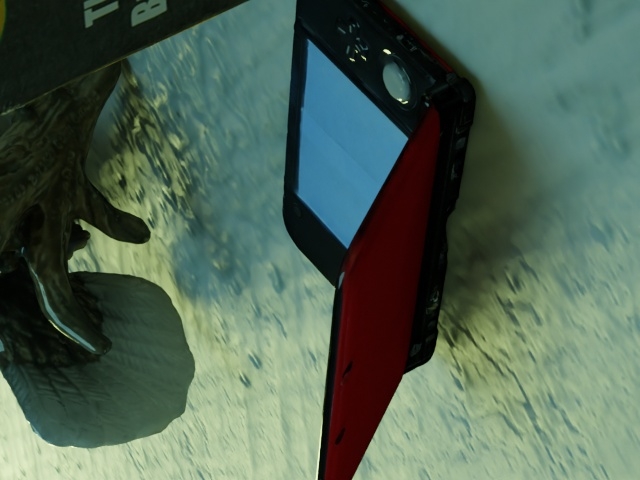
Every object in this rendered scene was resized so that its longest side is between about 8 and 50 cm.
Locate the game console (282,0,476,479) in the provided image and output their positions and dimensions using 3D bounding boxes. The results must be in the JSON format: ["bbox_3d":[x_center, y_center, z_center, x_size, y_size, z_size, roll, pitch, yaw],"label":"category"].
[{"bbox_3d":[0.000,0.000,0.672,0.124,0.085,0.144,47,150,30],"label":"game console"}]

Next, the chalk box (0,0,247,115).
[{"bbox_3d":[-0.099,-0.153,0.470,0.179,0.289,0.180,47,150,31],"label":"chalk box"}]

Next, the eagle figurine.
[{"bbox_3d":[-0.212,-0.007,0.928,0.298,0.226,0.225,-15,71,45],"label":"eagle figurine"}]
